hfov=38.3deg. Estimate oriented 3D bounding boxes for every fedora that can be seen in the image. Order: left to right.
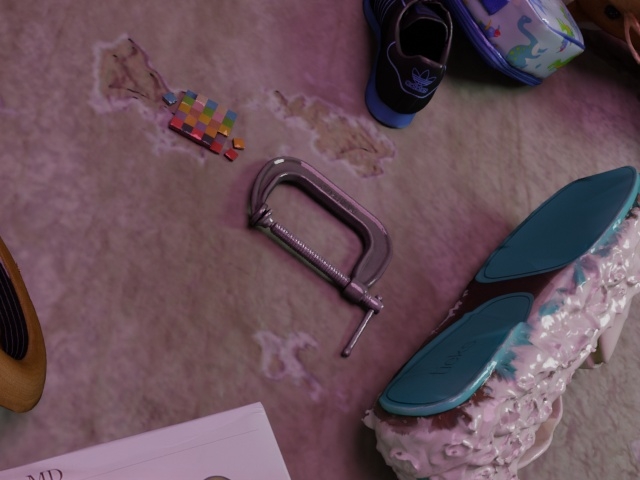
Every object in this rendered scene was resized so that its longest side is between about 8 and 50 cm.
[{"bbox_3d":[-0.242,0.030,0.562,0.079,0.194,0.194,-28,73,-2],"label":"fedora"}]

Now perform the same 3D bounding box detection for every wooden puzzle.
[{"bbox_3d":[-0.101,-0.104,0.805,0.083,0.006,0.049,28,50,-11],"label":"wooden puzzle"}]

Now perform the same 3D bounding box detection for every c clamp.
[{"bbox_3d":[0.000,0.000,0.784,0.160,0.022,0.137,42,49,0],"label":"c clamp"}]

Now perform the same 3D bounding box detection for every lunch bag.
[{"bbox_3d":[0.186,-0.280,1.004,0.176,0.090,0.219,-2,60,-60],"label":"lunch bag"}]

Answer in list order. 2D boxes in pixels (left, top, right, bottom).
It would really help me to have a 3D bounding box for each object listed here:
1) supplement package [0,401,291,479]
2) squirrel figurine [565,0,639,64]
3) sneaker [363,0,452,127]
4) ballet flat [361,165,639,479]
[{"bbox_3d":[-0.104,0.223,0.491,0.194,0.149,0.203,-10,66,-34],"label":"supplement package"},{"bbox_3d":[0.488,-0.263,1.126,0.370,0.281,0.397,27,30,5],"label":"squirrel figurine"},{"bbox_3d":[0.096,-0.225,0.945,0.081,0.090,0.232,16,53,-20],"label":"sneaker"},{"bbox_3d":[0.181,0.082,0.787,0.147,0.147,0.409,47,52,5],"label":"ballet flat"}]
